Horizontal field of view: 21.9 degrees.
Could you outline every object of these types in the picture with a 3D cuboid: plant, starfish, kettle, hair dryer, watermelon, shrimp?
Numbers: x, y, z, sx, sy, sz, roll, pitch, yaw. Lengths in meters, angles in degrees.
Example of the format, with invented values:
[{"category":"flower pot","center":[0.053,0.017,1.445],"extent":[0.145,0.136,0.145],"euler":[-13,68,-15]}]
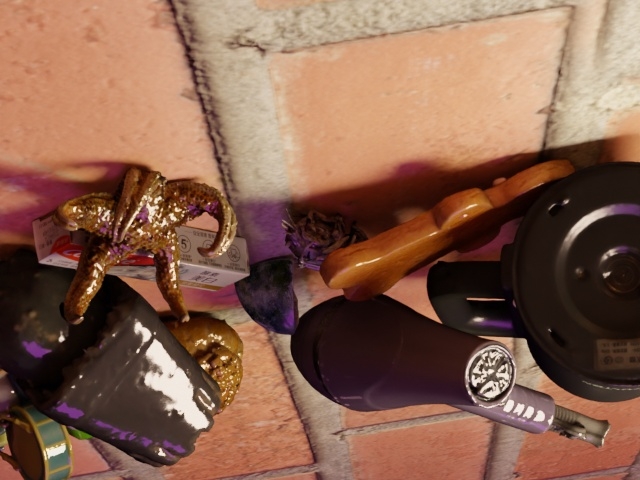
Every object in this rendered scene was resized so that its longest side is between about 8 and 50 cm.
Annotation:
[{"category":"plant","center":[-0.212,0.106,1.563],"extent":[0.256,0.142,0.164],"euler":[39,176,-26]},{"category":"starfish","center":[-0.167,0.004,1.417],"extent":[0.190,0.074,0.146],"euler":[14,122,-46]},{"category":"kettle","center":[0.258,0.070,1.608],"extent":[0.262,0.203,0.308],"euler":[-27,167,0]},{"category":"hair dryer","center":[0.172,0.149,1.681],"extent":[0.361,0.121,0.301],"euler":[20,172,-32]},{"category":"watermelon","center":[-0.042,0.055,1.696],"extent":[0.085,0.085,0.061],"euler":[-24,-170,37]},{"category":"shrimp","center":[0.000,0.000,1.558],"extent":[0.065,0.056,0.165],"euler":[1,174,19]}]

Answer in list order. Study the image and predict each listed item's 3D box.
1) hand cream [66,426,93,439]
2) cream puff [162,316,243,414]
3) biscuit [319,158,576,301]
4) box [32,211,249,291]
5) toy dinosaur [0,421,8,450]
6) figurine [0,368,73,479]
[{"category":"hand cream","center":[-0.283,0.165,1.926],"extent":[0.079,0.050,0.275],"euler":[-32,161,-17]},{"category":"cream puff","center":[-0.159,0.149,1.813],"extent":[0.150,0.115,0.165],"euler":[6,157,-42]},{"category":"biscuit","center":[0.121,-0.016,1.540],"extent":[0.250,0.036,0.165],"euler":[-27,165,7]},{"category":"box","center":[-0.162,0.009,1.532],"extent":[0.055,0.039,0.218],"euler":[-24,156,38]},{"category":"toy dinosaur","center":[-0.487,0.219,1.923],"extent":[0.259,0.094,0.153],"euler":[-6,159,19]},{"category":"figurine","center":[-0.400,0.218,1.747],"extent":[0.275,0.158,0.161],"euler":[-18,149,-28]}]
